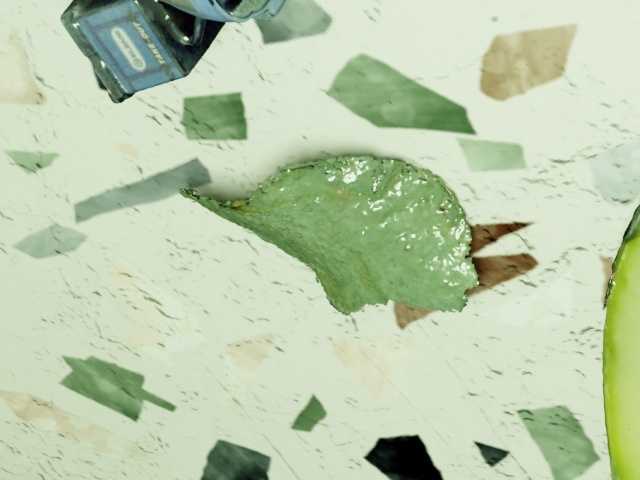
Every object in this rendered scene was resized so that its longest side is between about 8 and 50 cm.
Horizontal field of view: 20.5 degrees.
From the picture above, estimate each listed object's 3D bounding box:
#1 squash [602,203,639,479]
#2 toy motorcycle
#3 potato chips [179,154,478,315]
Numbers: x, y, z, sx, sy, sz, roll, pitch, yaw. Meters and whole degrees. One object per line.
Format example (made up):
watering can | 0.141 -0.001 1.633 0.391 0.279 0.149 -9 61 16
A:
squash | 0.280 0.076 1.258 0.236 0.204 0.155 -18 142 36
toy motorcycle | -0.157 -0.269 1.174 0.212 0.125 0.359 -14 121 35
potato chips | 0.001 -0.007 1.377 0.228 0.059 0.167 -5 136 28
